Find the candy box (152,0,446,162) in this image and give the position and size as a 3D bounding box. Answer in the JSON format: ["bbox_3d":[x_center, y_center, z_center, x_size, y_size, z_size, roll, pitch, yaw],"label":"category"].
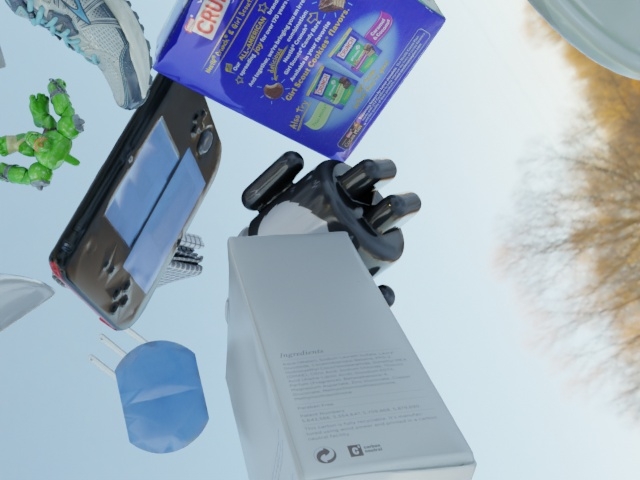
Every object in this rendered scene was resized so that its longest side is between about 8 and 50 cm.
[{"bbox_3d":[-0.034,-0.297,1.130,0.317,0.268,0.122,25,-152,-25],"label":"candy box"}]

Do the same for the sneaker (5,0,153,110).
[{"bbox_3d":[-0.302,-0.275,0.951,0.122,0.110,0.283,-34,-71,-26],"label":"sneaker"}]

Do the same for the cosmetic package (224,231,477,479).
[{"bbox_3d":[0.001,0.172,0.832,0.385,0.156,0.217,-113,24,-56],"label":"cosmetic package"}]

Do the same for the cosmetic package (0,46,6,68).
[{"bbox_3d":[-0.758,-0.412,1.697,0.107,0.238,0.127,-24,-65,-28],"label":"cosmetic package"}]

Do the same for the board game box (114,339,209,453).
[{"bbox_3d":[-0.236,0.236,1.231,0.033,0.133,0.168,23,-128,-77],"label":"board game box"}]

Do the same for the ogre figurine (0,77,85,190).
[{"bbox_3d":[-0.466,-0.169,1.361,0.118,0.197,0.097,33,163,29],"label":"ogre figurine"}]

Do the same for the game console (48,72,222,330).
[{"bbox_3d":[-0.274,-0.062,1.290,0.342,0.060,0.386,93,-159,-69],"label":"game console"}]

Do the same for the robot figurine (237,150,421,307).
[{"bbox_3d":[0.000,0.002,1.100,0.173,0.278,0.209,33,-150,-39],"label":"robot figurine"}]

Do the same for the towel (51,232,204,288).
[{"bbox_3d":[-0.435,0.052,1.852,0.235,0.284,0.121,17,-116,-59],"label":"towel"}]

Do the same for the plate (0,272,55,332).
[{"bbox_3d":[-0.435,0.086,0.735,0.277,0.278,0.045,-42,-52,-52],"label":"plate"}]

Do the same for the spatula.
[{"bbox_3d":[-0.397,0.265,1.713,0.242,0.168,0.019,31,-156,20],"label":"spatula"}]

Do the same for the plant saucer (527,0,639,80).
[{"bbox_3d":[0.262,-0.336,0.667,0.400,0.100,0.400,11,-110,-33],"label":"plant saucer"}]
